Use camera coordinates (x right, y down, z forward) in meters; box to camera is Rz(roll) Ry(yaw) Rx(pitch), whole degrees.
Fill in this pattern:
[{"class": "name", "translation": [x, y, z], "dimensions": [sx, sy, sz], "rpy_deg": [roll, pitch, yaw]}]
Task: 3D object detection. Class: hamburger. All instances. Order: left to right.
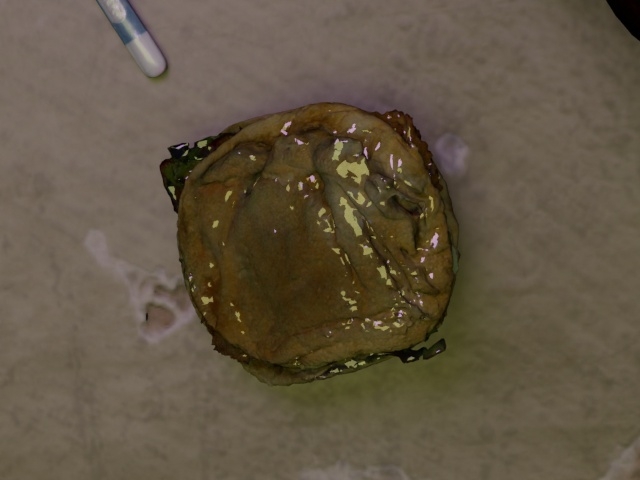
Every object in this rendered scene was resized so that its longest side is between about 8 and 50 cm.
[{"class": "hamburger", "translation": [0.000, 0.000, 0.844], "dimensions": [0.206, 0.130, 0.183], "rpy_deg": [-11, 101, 30]}]

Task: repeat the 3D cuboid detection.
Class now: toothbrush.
[{"class": "toothbrush", "translation": [-0.183, -0.229, 0.850], "dimensions": [0.019, 0.025, 0.276], "rpy_deg": [-30, 98, 13]}]

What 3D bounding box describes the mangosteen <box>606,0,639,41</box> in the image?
[{"class": "mangosteen", "translation": [0.259, -0.226, 0.612], "dimensions": [0.421, 0.381, 0.381], "rpy_deg": [10, 106, 19]}]
